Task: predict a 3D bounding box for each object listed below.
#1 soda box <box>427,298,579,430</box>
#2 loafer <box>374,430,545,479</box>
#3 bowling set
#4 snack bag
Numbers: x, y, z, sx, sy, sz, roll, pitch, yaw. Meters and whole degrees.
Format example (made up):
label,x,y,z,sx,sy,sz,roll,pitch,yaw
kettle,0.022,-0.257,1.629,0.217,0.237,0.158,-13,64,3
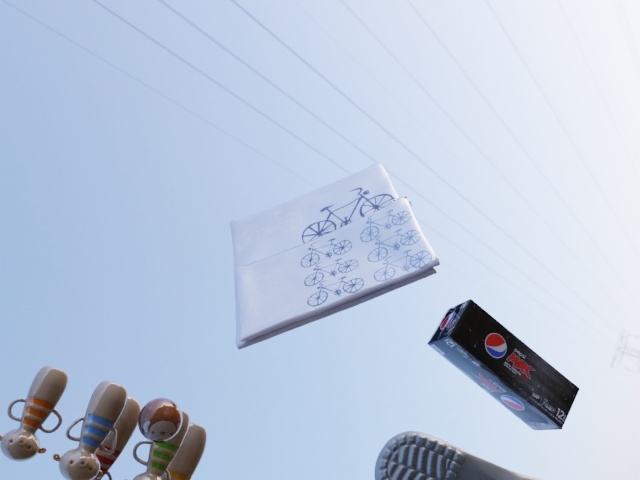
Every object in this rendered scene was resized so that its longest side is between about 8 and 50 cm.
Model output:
label,x,y,z,sx,sy,sz,roll,pitch,yaw
soda box,0.211,0.145,0.726,0.169,0.053,0.060,40,-117,-3
loafer,0.168,0.251,0.556,0.094,0.251,0.087,-55,-21,-20
bowling set,-0.265,0.274,0.813,0.287,0.200,0.154,27,-116,-18
snack bag,0.000,0.000,1.034,0.323,0.342,0.037,-22,-54,7
